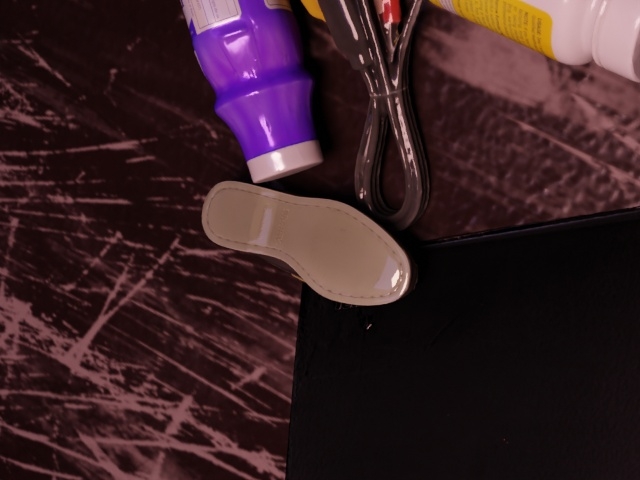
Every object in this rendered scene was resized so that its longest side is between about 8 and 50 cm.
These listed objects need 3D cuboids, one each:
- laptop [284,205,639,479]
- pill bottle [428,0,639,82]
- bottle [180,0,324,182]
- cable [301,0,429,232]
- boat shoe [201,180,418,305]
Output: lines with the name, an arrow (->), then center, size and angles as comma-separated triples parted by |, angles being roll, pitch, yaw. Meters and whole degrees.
laptop -> 0.179, 0.222, 1.242 | 0.382, 0.236, 0.408 | -10, 122, 37
pill bottle -> 0.171, -0.204, 1.098 | 0.208, 0.119, 0.119 | 31, 116, 27
bottle -> -0.069, -0.193, 1.274 | 0.092, 0.118, 0.283 | -17, 90, 9
cable -> 0.059, -0.155, 1.244 | 0.139, 0.072, 0.287 | -14, 103, 28
boat shoe -> 0.000, 0.000, 1.288 | 0.227, 0.068, 0.081 | 22, 97, 34
